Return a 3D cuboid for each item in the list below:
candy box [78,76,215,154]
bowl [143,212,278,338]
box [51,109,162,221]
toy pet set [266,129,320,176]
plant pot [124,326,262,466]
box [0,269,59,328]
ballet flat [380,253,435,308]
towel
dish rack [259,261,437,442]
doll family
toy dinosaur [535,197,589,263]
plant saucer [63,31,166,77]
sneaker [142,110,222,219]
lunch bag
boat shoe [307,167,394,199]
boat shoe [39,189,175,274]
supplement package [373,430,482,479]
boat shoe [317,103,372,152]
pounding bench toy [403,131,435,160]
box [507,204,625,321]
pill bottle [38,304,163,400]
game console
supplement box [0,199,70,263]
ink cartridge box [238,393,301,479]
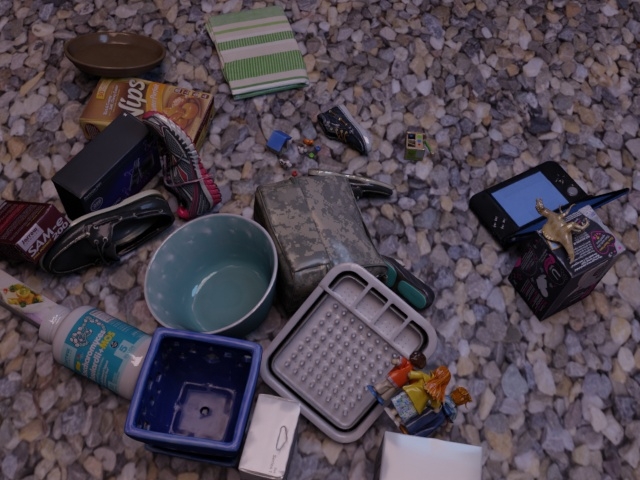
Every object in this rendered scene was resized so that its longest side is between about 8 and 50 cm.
[{"bbox_3d":[-0.464,-0.337,2.039,0.316,0.087,0.183,13,58,4],"label":"candy box"},{"bbox_3d":[-0.230,0.109,1.730,0.312,0.163,0.311,-6,58,10],"label":"bowl"},{"bbox_3d":[-0.527,-0.168,1.884,0.103,0.184,0.261,31,64,15],"label":"box"},{"bbox_3d":[-0.077,-0.254,2.025,0.114,0.065,0.122,32,63,15],"label":"toy pet set"},{"bbox_3d":[-0.255,0.342,1.586,0.236,0.212,0.236,10,59,3],"label":"plant pot"},{"bbox_3d":[-0.747,0.116,1.776,0.324,0.067,0.063,28,61,14],"label":"box"},{"bbox_3d":[0.200,0.093,1.844,0.203,0.074,0.074,39,65,25],"label":"ballet flat"},{"bbox_3d":[-0.186,-0.558,2.214,0.248,0.038,0.324,-14,60,-12],"label":"towel"},{"bbox_3d":[0.059,0.243,1.657,0.285,0.072,0.333,40,94,2],"label":"dish rack"},{"bbox_3d":[0.230,0.346,1.581,0.163,0.263,0.118,-38,34,-4],"label":"doll family"},{"bbox_3d":[0.539,-0.022,1.654,0.093,0.053,0.183,-23,55,2],"label":"toy dinosaur"},{"bbox_3d":[-0.575,-0.522,2.115,0.278,0.041,0.278,4,35,-3],"label":"plant saucer"},{"bbox_3d":[-0.353,-0.184,1.853,0.112,0.299,0.121,-37,30,-18],"label":"sneaker"},{"bbox_3d":[0.000,0.000,1.797,0.256,0.212,0.305,-16,64,-14],"label":"lunch bag"},{"bbox_3d":[0.077,-0.137,1.973,0.233,0.084,0.079,7,98,-6],"label":"boat shoe"},{"bbox_3d":[-0.504,-0.001,1.823,0.340,0.127,0.113,-29,53,-28],"label":"boat shoe"},{"bbox_3d":[0.201,0.548,1.498,0.199,0.198,0.262,8,60,3],"label":"supplement package"},{"bbox_3d":[0.064,-0.294,2.061,0.083,0.065,0.183,-25,58,-15],"label":"boat shoe"},{"bbox_3d":[0.272,-0.259,2.053,0.083,0.052,0.065,6,59,0],"label":"pounding bench toy"},{"bbox_3d":[0.575,0.059,1.773,0.163,0.247,0.142,-24,65,-15],"label":"box"},{"bbox_3d":[-0.489,0.238,1.673,0.264,0.146,0.146,24,62,11],"label":"pill bottle"},{"bbox_3d":[0.571,-0.113,1.906,0.293,0.173,0.250,-24,60,-17],"label":"game console"},{"bbox_3d":[-0.715,-0.025,1.787,0.239,0.073,0.130,6,52,43],"label":"supplement box"},{"bbox_3d":[-0.102,0.427,1.540,0.093,0.219,0.160,12,60,4],"label":"ink cartridge box"}]
